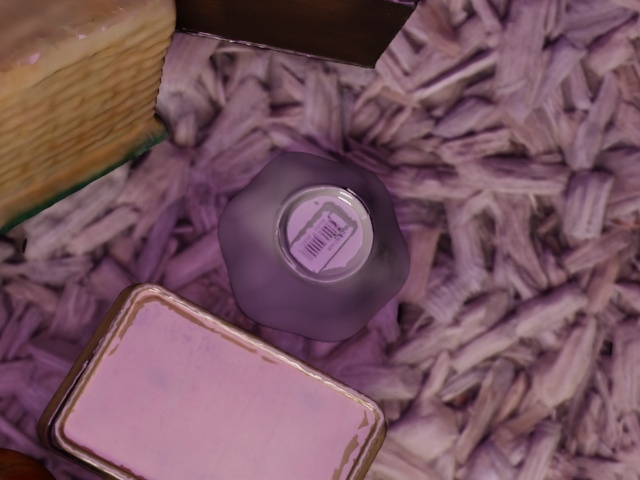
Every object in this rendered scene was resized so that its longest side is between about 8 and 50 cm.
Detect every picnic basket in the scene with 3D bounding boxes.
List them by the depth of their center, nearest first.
[{"bbox_3d":[-0.092,0.163,0.991,0.267,0.139,0.165,28,76,-4],"label":"picnic basket"}]

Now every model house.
[{"bbox_3d":[-0.342,-0.122,0.920,0.382,0.342,0.334,-31,78,-23],"label":"model house"}]

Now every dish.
[{"bbox_3d":[0.000,0.000,1.076,0.191,0.066,0.190,2,79,-10],"label":"dish"}]

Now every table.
[{"bbox_3d":[-0.048,-0.325,1.063,0.282,0.196,0.250,11,77,-8],"label":"table"}]

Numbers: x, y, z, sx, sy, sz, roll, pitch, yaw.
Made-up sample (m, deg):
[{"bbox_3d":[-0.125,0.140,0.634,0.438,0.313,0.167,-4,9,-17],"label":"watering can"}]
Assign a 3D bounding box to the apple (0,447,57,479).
[{"bbox_3d":[-0.294,0.279,0.901,0.230,0.230,0.230,2,79,-10],"label":"apple"}]
